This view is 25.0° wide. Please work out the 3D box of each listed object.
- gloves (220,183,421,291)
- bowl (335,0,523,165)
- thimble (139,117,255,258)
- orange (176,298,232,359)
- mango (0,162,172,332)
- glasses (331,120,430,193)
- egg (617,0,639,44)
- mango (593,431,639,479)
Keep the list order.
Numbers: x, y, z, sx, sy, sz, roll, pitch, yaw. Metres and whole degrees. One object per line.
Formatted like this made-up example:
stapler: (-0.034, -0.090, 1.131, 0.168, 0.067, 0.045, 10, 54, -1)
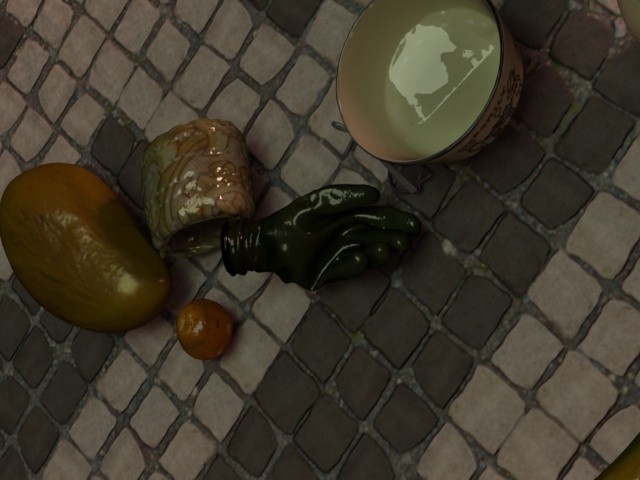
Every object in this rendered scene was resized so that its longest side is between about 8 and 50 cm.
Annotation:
gloves: (0.001, -0.002, 1.830, 0.268, 0.107, 0.135, -3, 100, 25)
bowl: (0.146, -0.196, 1.750, 0.238, 0.126, 0.238, -8, 77, 35)
thimble: (-0.174, -0.066, 1.957, 0.190, 0.137, 0.143, -29, 64, 41)
orange: (-0.155, 0.120, 1.947, 0.083, 0.070, 0.083, -20, 61, 42)
mango: (-0.345, 0.020, 2.065, 0.331, 0.142, 0.195, 48, 114, 30)
glasses: (0.069, -0.125, 1.808, 0.062, 0.104, 0.140, -35, 59, 28)
egg: (0.440, -0.294, 1.532, 0.286, 0.174, 0.264, -28, 71, -7)
mango: (0.355, 0.282, 1.525, 0.137, 0.091, 0.237, 47, 109, 27)
